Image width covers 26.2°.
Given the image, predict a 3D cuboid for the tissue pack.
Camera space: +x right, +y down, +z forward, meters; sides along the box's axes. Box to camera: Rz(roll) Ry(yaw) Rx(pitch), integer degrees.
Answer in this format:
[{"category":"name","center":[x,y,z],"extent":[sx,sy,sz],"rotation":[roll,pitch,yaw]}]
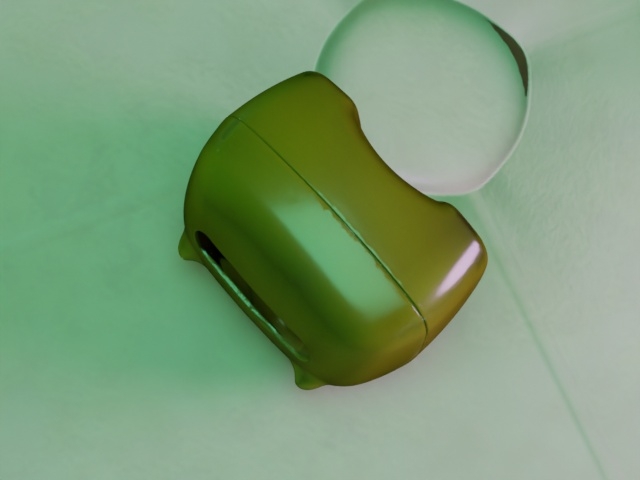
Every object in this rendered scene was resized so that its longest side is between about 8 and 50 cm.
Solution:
[{"category":"tissue pack","center":[0.000,0.000,0.824],"extent":[0.127,0.123,0.178],"rotation":[-40,80,-19]}]
